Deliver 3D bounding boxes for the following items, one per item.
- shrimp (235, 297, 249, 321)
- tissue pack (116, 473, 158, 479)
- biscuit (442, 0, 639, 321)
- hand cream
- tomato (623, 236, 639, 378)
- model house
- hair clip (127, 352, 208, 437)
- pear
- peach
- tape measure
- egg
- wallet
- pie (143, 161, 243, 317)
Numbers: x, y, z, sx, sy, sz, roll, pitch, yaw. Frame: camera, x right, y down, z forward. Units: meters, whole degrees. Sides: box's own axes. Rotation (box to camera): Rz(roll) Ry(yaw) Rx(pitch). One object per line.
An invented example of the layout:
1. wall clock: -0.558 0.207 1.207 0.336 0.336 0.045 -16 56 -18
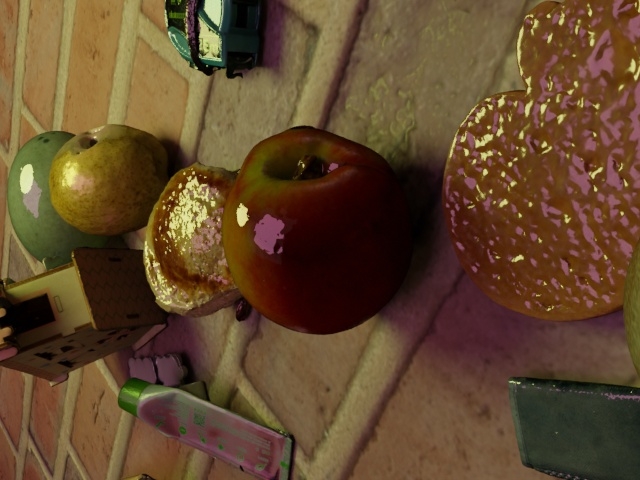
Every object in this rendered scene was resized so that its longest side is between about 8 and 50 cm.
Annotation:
1. shrimp: -0.137 0.079 0.896 0.127 0.025 0.091 -42 69 41
2. tissue pack: -0.314 0.541 1.082 0.305 0.238 0.238 -31 75 47
3. biscuit: 0.195 -0.070 0.483 0.202 0.044 0.289 39 123 36
4. hand cream: -0.160 0.257 0.898 0.275 0.050 0.079 16 136 22
5. tomato: 0.287 0.040 0.255 0.303 0.239 0.303 6 98 47
6. model house: -0.372 0.099 1.013 0.326 0.244 0.169 100 150 -72
7. hair clip: -0.254 0.252 1.046 0.220 0.054 0.140 -18 89 51
8. pear: -0.302 -0.090 0.948 0.178 0.178 0.178 12 107 46
9. peach: 0.000 0.000 0.621 0.197 0.197 0.197 12 107 46
10. tape measure: -0.132 -0.272 0.778 0.125 0.081 0.146 23 114 40
11. egg: -0.430 -0.064 1.084 0.169 0.169 0.236 18 109 45
12. wallet: 0.216 0.154 0.517 0.129 0.026 0.088 -5 98 47
13. pie: -0.154 0.000 0.840 0.205 0.084 0.179 -29 68 33
